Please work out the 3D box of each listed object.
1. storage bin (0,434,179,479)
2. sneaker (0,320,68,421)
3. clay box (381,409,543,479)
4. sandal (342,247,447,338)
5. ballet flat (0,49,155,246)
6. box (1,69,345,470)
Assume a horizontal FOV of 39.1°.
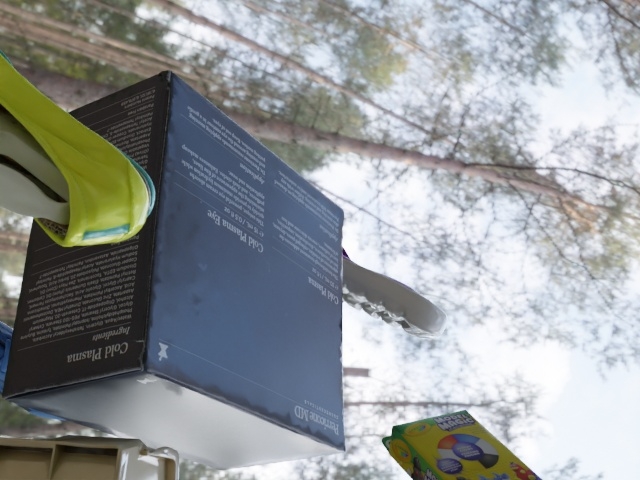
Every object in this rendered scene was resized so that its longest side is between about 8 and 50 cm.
[{"bbox_3d":[-0.278,0.306,0.828,0.262,0.123,0.260,0,-95,14],"label":"storage bin"},{"bbox_3d":[-0.325,0.127,0.938,0.209,0.082,0.069,29,-105,1],"label":"sneaker"},{"bbox_3d":[0.188,0.300,1.218,0.222,0.127,0.053,40,-49,54],"label":"clay box"},{"bbox_3d":[0.000,0.004,1.265,0.416,0.169,0.102,30,-101,8],"label":"sandal"},{"bbox_3d":[-0.205,-0.069,0.555,0.231,0.077,0.077,35,-52,17],"label":"ballet flat"},{"bbox_3d":[-0.132,0.053,0.974,0.179,0.343,0.312,-16,-122,28],"label":"box"}]
